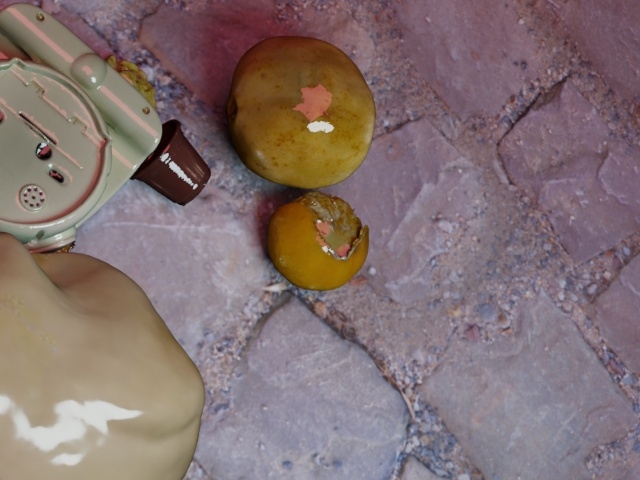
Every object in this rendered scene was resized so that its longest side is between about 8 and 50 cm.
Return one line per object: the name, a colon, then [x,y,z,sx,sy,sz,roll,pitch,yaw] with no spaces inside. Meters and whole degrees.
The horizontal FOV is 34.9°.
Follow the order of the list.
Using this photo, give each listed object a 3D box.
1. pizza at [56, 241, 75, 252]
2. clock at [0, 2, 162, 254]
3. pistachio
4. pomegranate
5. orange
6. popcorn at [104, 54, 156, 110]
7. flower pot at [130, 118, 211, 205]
pizza: [-0.403,-0.010,1.356,0.147,0.069,0.226,24,68,-27]
clock: [-0.380,-0.112,1.289,0.265,0.109,0.324,41,62,-18]
pistachio: [-0.313,0.178,1.199,0.445,0.282,0.365,49,31,-41]
pomegranate: [-0.033,-0.181,1.489,0.233,0.233,0.233,6,75,-23]
orange: [0.000,0.000,1.503,0.157,0.134,0.156,1,88,-30]
popcorn: [-0.282,-0.209,1.455,0.109,0.089,0.097,41,22,-27]
flower pot: [-0.209,-0.104,1.456,0.089,0.111,0.111,42,63,-25]
